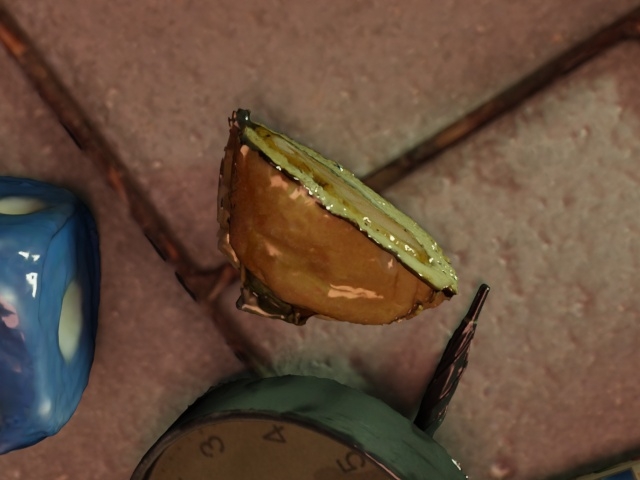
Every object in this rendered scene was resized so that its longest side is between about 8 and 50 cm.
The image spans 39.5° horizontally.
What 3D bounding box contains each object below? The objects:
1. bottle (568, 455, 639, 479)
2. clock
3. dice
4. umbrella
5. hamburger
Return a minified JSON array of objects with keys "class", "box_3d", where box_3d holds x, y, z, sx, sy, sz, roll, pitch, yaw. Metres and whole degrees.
[{"class":"bottle","box_3d":[0.235,0.176,0.621,0.217,0.060,0.060,-23,106,9]},{"class":"clock","box_3d":[-0.014,0.229,0.607,0.280,0.055,0.281,7,108,22]},{"class":"dice","box_3d":[-0.221,0.041,0.554,0.146,0.143,0.147,7,109,1]},{"class":"umbrella","box_3d":[0.071,0.154,0.632,0.044,0.044,0.269,10,113,-32]},{"class":"hamburger","box_3d":[-0.007,0.002,0.566,0.176,0.087,0.102,34,118,-15]}]
